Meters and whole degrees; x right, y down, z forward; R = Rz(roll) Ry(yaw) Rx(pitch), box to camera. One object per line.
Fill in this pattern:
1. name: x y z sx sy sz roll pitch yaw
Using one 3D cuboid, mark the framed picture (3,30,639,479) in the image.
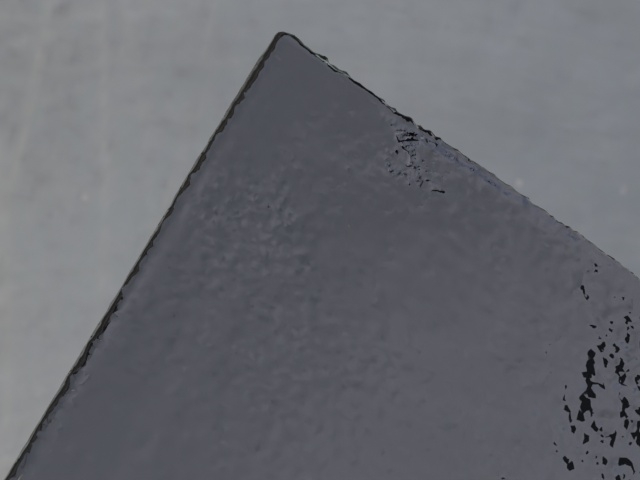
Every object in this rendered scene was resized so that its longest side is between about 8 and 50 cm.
1. framed picture: 0.016 0.096 0.717 0.324 0.244 0.013 -61 -170 -32
